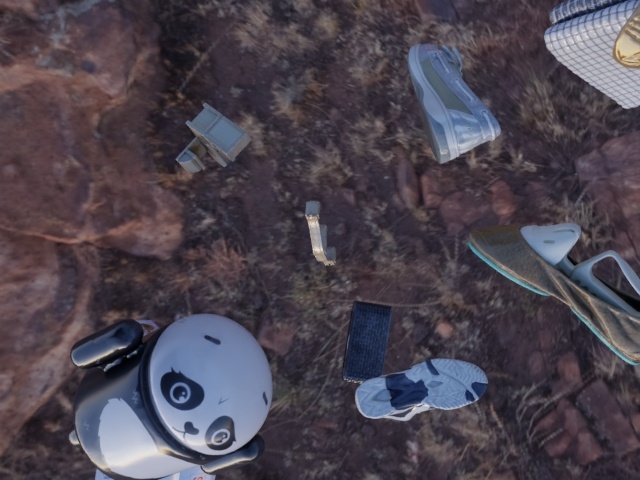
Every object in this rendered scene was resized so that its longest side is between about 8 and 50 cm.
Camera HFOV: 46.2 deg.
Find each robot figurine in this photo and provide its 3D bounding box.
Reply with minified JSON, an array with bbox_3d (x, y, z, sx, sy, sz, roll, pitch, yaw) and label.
[{"bbox_3d":[-0.186,0.197,0.909,0.278,0.209,0.173,-28,64,33],"label":"robot figurine"}]

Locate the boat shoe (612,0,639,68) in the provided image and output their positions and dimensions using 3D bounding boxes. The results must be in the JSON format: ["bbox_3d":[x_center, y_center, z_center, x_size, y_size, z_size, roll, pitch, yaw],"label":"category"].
[{"bbox_3d":[0.380,-0.260,0.806,0.063,0.059,0.170,29,140,-3],"label":"boat shoe"}]

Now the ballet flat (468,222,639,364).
[{"bbox_3d":[0.400,0.052,1.167,0.342,0.116,0.124,38,122,12],"label":"ballet flat"}]

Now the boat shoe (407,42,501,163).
[{"bbox_3d":[0.208,-0.236,1.217,0.103,0.320,0.118,-15,122,8],"label":"boat shoe"}]

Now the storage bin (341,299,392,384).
[{"bbox_3d":[0.101,0.229,1.673,0.084,0.122,0.180,10,85,0],"label":"storage bin"}]

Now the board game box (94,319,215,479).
[{"bbox_3d":[-0.271,0.334,1.230,0.319,0.066,0.318,29,110,52],"label":"board game box"}]

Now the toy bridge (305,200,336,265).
[{"bbox_3d":[0.000,0.000,1.401,0.026,0.188,0.063,-3,60,11],"label":"toy bridge"}]

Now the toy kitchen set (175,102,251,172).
[{"bbox_3d":[-0.116,-0.095,0.857,0.075,0.083,0.068,37,81,29],"label":"toy kitchen set"}]

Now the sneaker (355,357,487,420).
[{"bbox_3d":[0.185,0.277,1.381,0.235,0.153,0.094,-18,77,3],"label":"sneaker"}]

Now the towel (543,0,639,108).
[{"bbox_3d":[0.591,-0.368,1.372,0.235,0.284,0.121,-4,66,60],"label":"towel"}]
